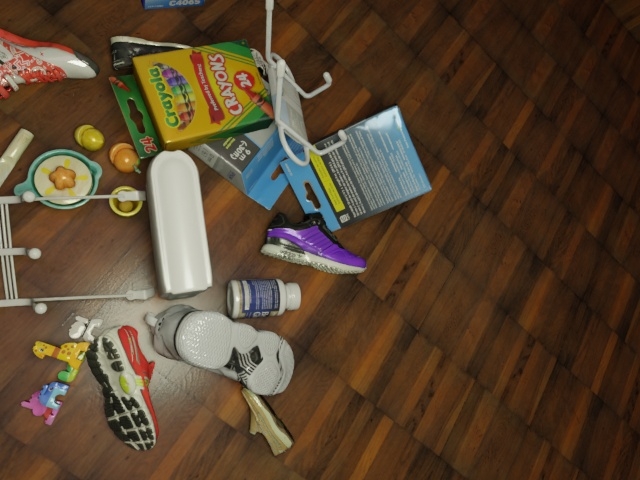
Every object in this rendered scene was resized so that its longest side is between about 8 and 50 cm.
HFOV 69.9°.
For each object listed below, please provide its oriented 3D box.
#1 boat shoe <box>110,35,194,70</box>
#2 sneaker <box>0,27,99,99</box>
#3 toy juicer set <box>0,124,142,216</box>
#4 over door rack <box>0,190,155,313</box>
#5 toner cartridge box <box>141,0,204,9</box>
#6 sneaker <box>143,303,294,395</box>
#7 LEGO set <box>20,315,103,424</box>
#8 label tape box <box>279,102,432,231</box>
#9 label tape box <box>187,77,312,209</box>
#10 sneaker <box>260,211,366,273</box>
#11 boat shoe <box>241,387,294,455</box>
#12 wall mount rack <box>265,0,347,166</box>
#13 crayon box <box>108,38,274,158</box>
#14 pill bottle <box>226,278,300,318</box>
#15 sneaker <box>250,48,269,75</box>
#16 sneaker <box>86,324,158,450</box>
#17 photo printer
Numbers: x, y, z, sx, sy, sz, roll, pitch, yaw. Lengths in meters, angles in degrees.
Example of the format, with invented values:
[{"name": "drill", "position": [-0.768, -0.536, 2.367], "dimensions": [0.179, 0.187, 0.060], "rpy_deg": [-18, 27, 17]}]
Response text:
[{"name": "boat shoe", "position": [-0.396, -0.449, 1.143], "dimensions": [0.233, 0.084, 0.079], "rpy_deg": [-2, 92, -22]}, {"name": "sneaker", "position": [-0.647, -0.369, 1.011], "dimensions": [0.270, 0.090, 0.145], "rpy_deg": [14, 76, -17]}, {"name": "toy juicer set", "position": [-0.561, -0.168, 1.008], "dimensions": [0.328, 0.089, 0.209], "rpy_deg": [6, 78, -22]}, {"name": "over door rack", "position": [-0.520, 0.018, 0.934], "dimensions": [0.324, 0.108, 0.240], "rpy_deg": [-4, 97, -16]}, {"name": "toner cartridge box", "position": [-0.431, -0.788, 1.190], "dimensions": [0.165, 0.075, 0.348], "rpy_deg": [-19, 88, -24]}, {"name": "sneaker", "position": [-0.225, 0.242, 1.048], "dimensions": [0.366, 0.210, 0.137], "rpy_deg": [41, 64, -45]}, {"name": "LEGO set", "position": [-0.544, 0.253, 0.936], "dimensions": [0.093, 0.087, 0.227], "rpy_deg": [26, 70, -17]}, {"name": "label tape box", "position": [0.096, -0.185, 1.233], "dimensions": [0.333, 0.106, 0.241], "rpy_deg": [-22, 108, 13]}, {"name": "label tape box", "position": [-0.193, -0.284, 1.177], "dimensions": [0.347, 0.115, 0.249], "rpy_deg": [37, 68, -11]}, {"name": "sneaker", "position": [0.000, 0.000, 1.205], "dimensions": [0.293, 0.102, 0.146], "rpy_deg": [16, 79, -21]}, {"name": "boat shoe", "position": [-0.141, 0.433, 1.091], "dimensions": [0.072, 0.068, 0.190], "rpy_deg": [-35, 93, -9]}, {"name": "wall mount rack", "position": [-0.062, -0.362, 1.059], "dimensions": [0.304, 0.130, 0.350], "rpy_deg": [31, 41, -52]}, {"name": "crayon box", "position": [-0.284, -0.323, 1.040], "dimensions": [0.318, 0.081, 0.202], "rpy_deg": [-22, 90, -24]}, {"name": "pill bottle", "position": [-0.139, 0.141, 1.127], "dimensions": [0.169, 0.094, 0.094], "rpy_deg": [0, 80, -23]}, {"name": "sneaker", "position": [-0.175, -0.493, 1.268], "dimensions": [0.083, 0.032, 0.037], "rpy_deg": [45, 66, -9]}, {"name": "sneaker", "position": [-0.394, 0.313, 0.984], "dimensions": [0.107, 0.118, 0.279], "rpy_deg": [-8, 101, 17]}, {"name": "photo printer", "position": [-0.313, -0.031, 0.996], "dimensions": [0.107, 0.256, 0.308], "rpy_deg": [-7, 83, -22]}]
